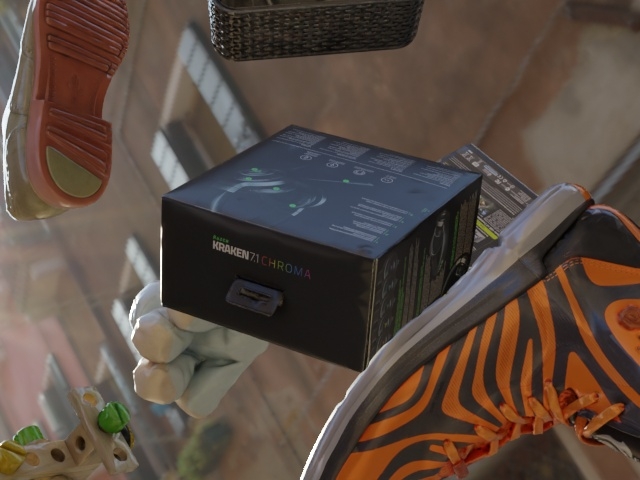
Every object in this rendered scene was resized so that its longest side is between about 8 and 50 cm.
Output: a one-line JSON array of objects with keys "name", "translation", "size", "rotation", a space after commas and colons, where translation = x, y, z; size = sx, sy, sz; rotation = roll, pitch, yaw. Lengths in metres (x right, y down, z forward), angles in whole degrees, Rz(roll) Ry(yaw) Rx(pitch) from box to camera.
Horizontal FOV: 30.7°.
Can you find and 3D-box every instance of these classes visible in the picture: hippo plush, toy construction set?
[{"name": "hippo plush", "translation": [-0.201, 0.102, 1.843], "size": [0.294, 0.236, 0.234], "rotation": [-39, -47, -4]}, {"name": "toy construction set", "translation": [-0.341, 0.307, 1.406], "size": [0.237, 0.308, 0.257], "rotation": [-39, -49, 23]}]

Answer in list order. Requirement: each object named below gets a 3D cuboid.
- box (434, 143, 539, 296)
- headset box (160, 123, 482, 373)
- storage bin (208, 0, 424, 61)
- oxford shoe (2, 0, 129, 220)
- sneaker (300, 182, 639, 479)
[{"name": "box", "translation": [0.184, 0.006, 1.469], "size": [0.216, 0.270, 0.060], "rotation": [-30, -45, -15]}, {"name": "headset box", "translation": [0.000, 0.000, 1.227], "size": [0.283, 0.246, 0.131], "rotation": [-37, -42, -54]}, {"name": "storage bin", "translation": [-0.007, -0.229, 0.986], "size": [0.180, 0.122, 0.084], "rotation": [-5, -20, -6]}, {"name": "oxford shoe", "translation": [-0.345, -0.212, 1.488], "size": [0.147, 0.396, 0.140], "rotation": [-20, -35, 40]}, {"name": "sneaker", "translation": [0.138, 0.118, 0.805], "size": [0.321, 0.180, 0.124], "rotation": [-47, -21, -6]}]
